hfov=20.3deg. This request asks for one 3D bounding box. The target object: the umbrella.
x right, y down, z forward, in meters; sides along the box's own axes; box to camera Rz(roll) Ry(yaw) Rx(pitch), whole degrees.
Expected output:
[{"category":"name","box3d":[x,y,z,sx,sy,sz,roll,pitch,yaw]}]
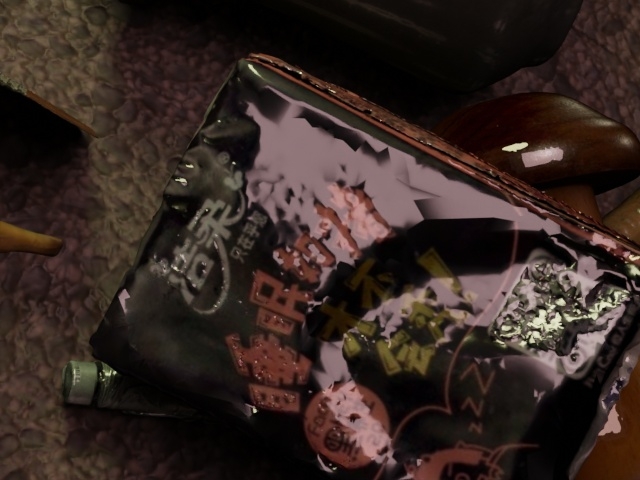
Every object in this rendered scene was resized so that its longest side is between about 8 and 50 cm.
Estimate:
[{"category":"umbrella","box3d":[-0.093,0.111,1.285,0.188,0.050,0.046,5,86,-18]}]

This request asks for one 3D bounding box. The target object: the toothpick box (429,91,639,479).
[{"category":"toothpick box","box3d":[0.166,0.038,1.317,0.192,0.192,0.294,-12,83,-24]}]

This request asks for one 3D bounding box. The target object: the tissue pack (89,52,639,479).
[{"category":"tissue pack","box3d":[0.040,0.046,1.194,0.332,0.123,0.245,27,87,6]}]

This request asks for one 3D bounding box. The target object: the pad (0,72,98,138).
[{"category":"pad","box3d":[-0.240,-0.154,1.188,0.250,0.323,0.055,32,72,-11]}]

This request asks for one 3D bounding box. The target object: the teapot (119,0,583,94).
[{"category":"teapot","box3d":[0.024,-0.309,1.346,0.362,0.376,0.305,8,31,-8]}]

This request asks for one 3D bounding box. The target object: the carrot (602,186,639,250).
[{"category":"carrot","box3d":[0.302,-0.040,1.479,0.342,0.070,0.070,-32,81,-27]}]

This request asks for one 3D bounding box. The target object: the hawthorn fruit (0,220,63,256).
[{"category":"hawthorn fruit","box3d":[-0.316,-0.028,1.145,0.330,0.287,0.287,15,62,-30]}]
